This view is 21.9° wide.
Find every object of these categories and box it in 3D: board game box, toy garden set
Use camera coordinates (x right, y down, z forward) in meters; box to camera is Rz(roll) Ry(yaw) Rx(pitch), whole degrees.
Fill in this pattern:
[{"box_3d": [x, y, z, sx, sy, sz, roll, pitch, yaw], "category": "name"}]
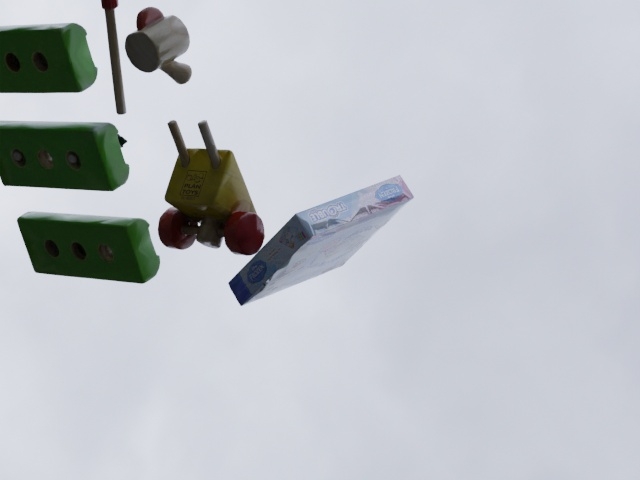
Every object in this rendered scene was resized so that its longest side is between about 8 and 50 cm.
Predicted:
[{"box_3d": [0.000, 0.000, 1.010, 0.020, 0.090, 0.090, 59, -42, 11], "category": "board game box"}, {"box_3d": [-0.136, -0.091, 1.048, 0.203, 0.049, 0.244, 4, -61, 39], "category": "toy garden set"}]
